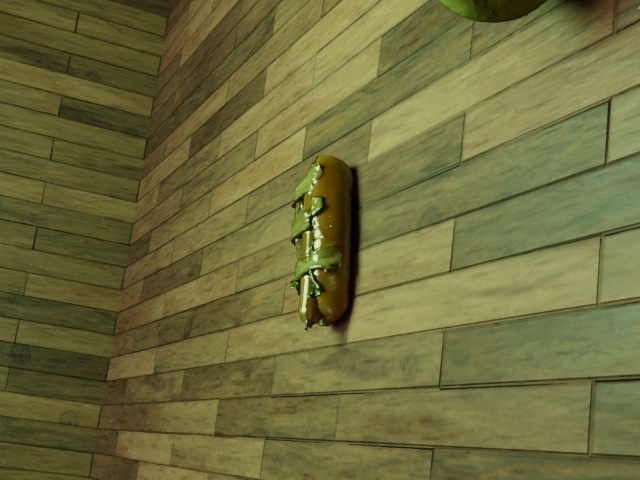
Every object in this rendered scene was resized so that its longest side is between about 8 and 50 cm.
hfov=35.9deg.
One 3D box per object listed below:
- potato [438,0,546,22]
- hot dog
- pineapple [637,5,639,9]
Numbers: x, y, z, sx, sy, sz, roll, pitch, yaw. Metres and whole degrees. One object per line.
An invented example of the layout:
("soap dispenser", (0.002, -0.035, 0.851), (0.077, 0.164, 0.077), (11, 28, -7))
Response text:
("potato", (0.172, -0.317, 0.967), (0.143, 0.169, 0.248), (72, -156, -52))
("hot dog", (0.000, 0.000, 1.346), (0.109, 0.072, 0.270), (131, 146, -55))
("pineapple", (0.295, -0.227, 0.723), (0.251, 0.125, 0.125), (-155, 78, -78))
